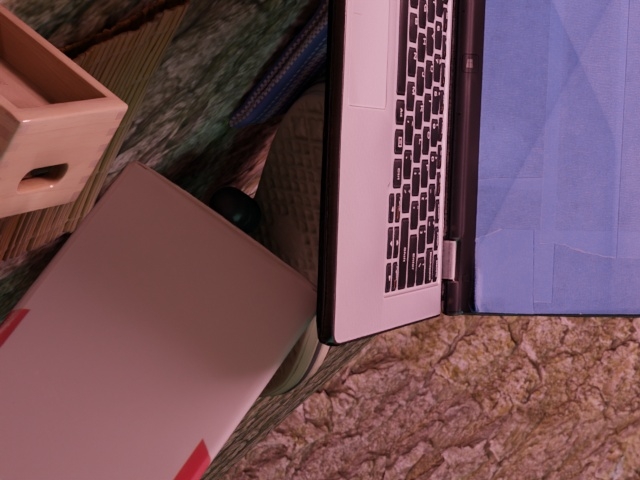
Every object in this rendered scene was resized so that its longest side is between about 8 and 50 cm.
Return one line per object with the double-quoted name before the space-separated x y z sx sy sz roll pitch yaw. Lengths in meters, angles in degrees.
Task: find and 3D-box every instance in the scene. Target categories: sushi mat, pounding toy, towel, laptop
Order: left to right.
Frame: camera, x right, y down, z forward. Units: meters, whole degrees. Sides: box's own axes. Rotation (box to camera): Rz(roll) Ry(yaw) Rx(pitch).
"pounding toy" -0.212 -0.067 0.982 0.100 0.130 0.141 -58 164 21
"sushi mat" -0.196 -0.063 1.308 0.151 0.019 0.316 -34 168 -36
"towel" 0.080 -0.223 1.598 0.336 0.040 0.243 -27 165 -44
"laptop" 0.176 -0.126 1.227 0.236 0.382 0.408 3 -177 19

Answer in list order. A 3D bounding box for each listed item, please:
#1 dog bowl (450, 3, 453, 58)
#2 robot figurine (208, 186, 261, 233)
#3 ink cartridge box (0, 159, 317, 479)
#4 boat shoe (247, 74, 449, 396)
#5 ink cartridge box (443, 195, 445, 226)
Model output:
"dog bowl" 0.227 -0.261 1.496 0.349 0.102 0.349 -34 152 -21
"robot figurine" -0.138 0.063 1.595 0.173 0.209 0.278 -5 171 5
"ink cartridge box" -0.173 0.150 1.239 0.279 0.160 0.385 -55 -179 -23
"boat shoe" 0.000 0.000 1.717 0.156 0.187 0.500 -26 160 -34
"ink cartridge box" 0.132 -0.020 2.027 0.060 0.239 0.275 -45 168 25
